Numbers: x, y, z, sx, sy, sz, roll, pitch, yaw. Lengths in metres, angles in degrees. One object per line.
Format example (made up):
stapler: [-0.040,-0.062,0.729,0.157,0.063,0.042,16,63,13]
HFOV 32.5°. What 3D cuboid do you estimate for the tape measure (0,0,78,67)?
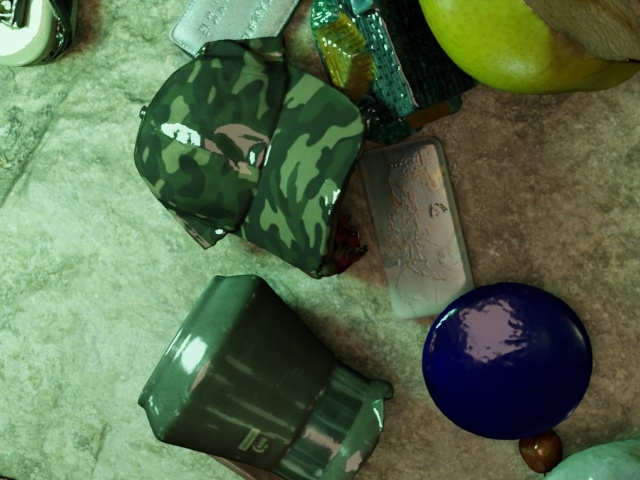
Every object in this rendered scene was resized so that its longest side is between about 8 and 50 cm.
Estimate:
tape measure: [-0.510,-0.425,1.811,0.231,0.133,0.271,9,100,13]

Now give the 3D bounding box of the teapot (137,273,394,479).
teapot: [-0.091,0.271,1.778,0.361,0.305,0.376,32,135,-1]

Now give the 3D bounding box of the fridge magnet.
fridge magnet: [0.292,0.189,1.719,0.265,0.113,0.265,1,107,4]

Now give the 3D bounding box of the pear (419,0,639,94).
pear: [0.270,-0.336,1.546,0.386,0.340,0.191,33,131,-22]

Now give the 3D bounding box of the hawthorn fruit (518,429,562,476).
hawthorn fruit: [0.358,0.338,1.767,0.077,0.077,0.077,3,101,14]

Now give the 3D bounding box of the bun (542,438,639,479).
bun: [0.483,0.474,1.687,0.361,0.211,0.362,4,105,14]

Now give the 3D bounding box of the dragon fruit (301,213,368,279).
dragon fruit: [0.005,0.004,1.757,0.121,0.142,0.130,40,121,-11]

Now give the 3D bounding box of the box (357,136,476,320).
box: [0.157,-0.017,1.764,0.142,0.044,0.285,-12,97,21]

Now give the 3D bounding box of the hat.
hat: [-0.120,-0.123,1.642,0.257,0.381,0.366,8,105,-23]

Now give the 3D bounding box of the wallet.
wallet: [-0.130,-0.372,1.770,0.167,0.036,0.222,36,107,6]

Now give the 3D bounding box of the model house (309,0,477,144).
model house: [0.092,-0.275,1.628,0.226,0.241,0.261,-22,95,15]
